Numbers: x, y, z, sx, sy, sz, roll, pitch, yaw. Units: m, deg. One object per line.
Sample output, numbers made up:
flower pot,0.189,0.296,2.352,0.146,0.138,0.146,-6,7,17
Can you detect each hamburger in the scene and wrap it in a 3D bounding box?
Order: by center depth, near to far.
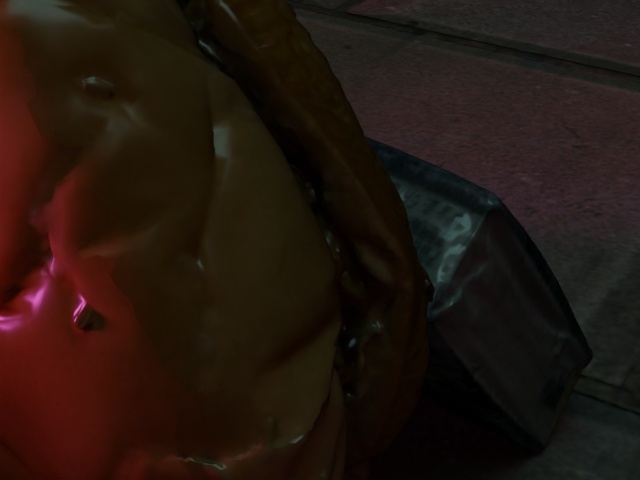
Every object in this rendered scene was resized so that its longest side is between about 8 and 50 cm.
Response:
hamburger,-0.106,0.008,0.472,0.319,0.318,0.158,25,35,34

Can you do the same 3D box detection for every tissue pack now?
tissue pack,0.000,0.000,0.606,0.257,0.185,0.081,25,76,35
